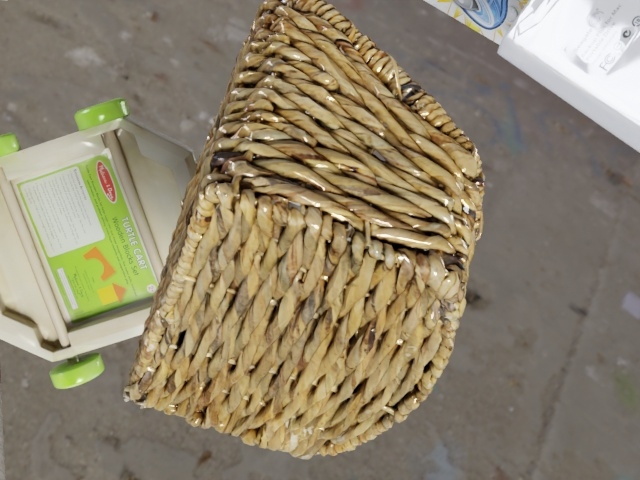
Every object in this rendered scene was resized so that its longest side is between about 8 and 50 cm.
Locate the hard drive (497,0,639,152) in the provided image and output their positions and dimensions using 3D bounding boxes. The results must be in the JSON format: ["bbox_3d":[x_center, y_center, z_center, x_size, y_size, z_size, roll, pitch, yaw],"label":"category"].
[{"bbox_3d":[0.274,-0.137,0.683,0.040,0.203,0.307,21,19,-44],"label":"hard drive"}]

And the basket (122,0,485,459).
[{"bbox_3d":[0.000,0.000,0.801,0.213,0.299,0.223,19,50,-8],"label":"basket"}]

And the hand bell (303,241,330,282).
[{"bbox_3d":[-0.027,0.043,1.475,0.126,0.242,0.126,7,26,-3],"label":"hand bell"}]

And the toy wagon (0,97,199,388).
[{"bbox_3d":[-0.201,-0.009,1.097,0.344,0.267,0.068,-18,11,0],"label":"toy wagon"}]

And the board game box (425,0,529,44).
[{"bbox_3d":[0.123,-0.253,0.877,0.201,0.136,0.035,30,50,0],"label":"board game box"}]

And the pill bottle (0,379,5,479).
[{"bbox_3d":[-0.278,0.165,0.724,0.121,0.121,0.221,6,59,-30],"label":"pill bottle"}]
